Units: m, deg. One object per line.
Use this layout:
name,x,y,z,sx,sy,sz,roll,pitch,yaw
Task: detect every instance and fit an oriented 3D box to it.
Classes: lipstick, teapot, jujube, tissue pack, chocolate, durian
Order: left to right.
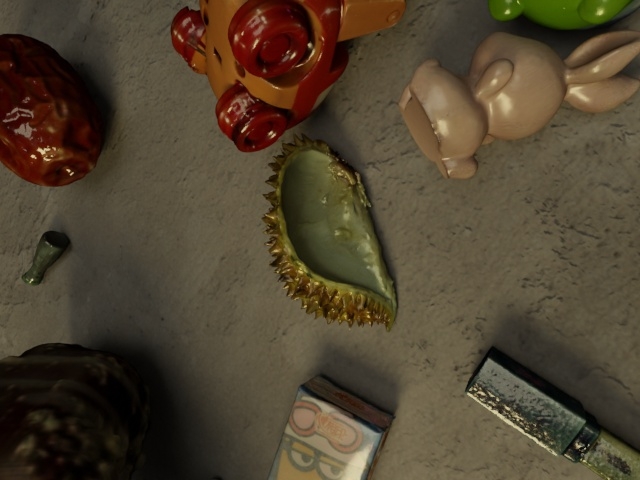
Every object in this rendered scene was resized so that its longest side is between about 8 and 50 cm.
jujube,-0.441,-0.202,0.717,0.174,0.174,0.250,-38,72,20
teapot,-0.482,0.034,0.807,0.110,0.043,0.042,-48,72,22
chocolate,-0.341,0.273,0.598,0.210,0.340,0.225,-8,111,5
durian,0.000,0.000,0.562,0.139,0.144,0.251,-12,76,-13
tissue pack,0.009,0.260,0.560,0.116,0.065,0.155,23,98,22
lipstick,0.290,0.214,0.438,0.312,0.051,0.051,32,102,19

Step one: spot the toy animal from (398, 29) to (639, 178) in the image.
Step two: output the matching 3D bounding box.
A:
toy animal,0.191,-0.151,0.459,0.213,0.124,0.124,-20,81,3

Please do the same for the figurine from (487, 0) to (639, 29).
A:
figurine,0.252,-0.311,0.412,0.162,0.143,0.263,25,89,34

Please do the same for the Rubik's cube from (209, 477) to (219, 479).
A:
Rubik's cube,-0.241,0.546,0.542,0.319,0.316,0.321,-38,73,21

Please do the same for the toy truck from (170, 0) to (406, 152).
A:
toy truck,-0.027,-0.252,0.531,0.189,0.239,0.265,59,152,14
